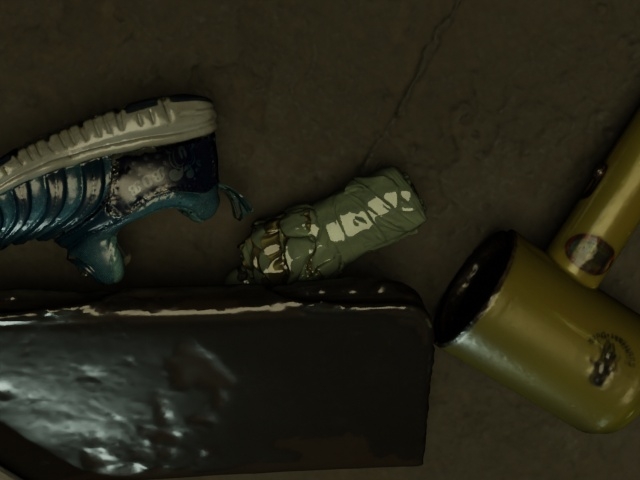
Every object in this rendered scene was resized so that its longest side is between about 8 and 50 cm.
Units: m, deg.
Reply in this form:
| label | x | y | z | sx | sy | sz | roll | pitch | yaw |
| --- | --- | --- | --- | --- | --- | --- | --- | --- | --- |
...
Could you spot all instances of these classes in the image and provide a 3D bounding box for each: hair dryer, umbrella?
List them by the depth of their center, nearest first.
| label | x | y | z | sx | sy | sz | roll | pitch | yaw |
| --- | --- | --- | --- | --- | --- | --- | --- | --- | --- |
| umbrella | 0.000 | 0.000 | 0.994 | 0.143 | 0.062 | 0.067 | -31 | 137 | 2 |
| hair dryer | 0.203 | -0.016 | 0.998 | 0.135 | 0.090 | 0.278 | 31 | 92 | -10 |

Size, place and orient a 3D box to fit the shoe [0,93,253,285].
| label | x | y | z | sx | sy | sz | roll | pitch | yaw |
| --- | --- | --- | --- | --- | --- | --- | --- | --- | --- |
| shoe | -0.151 | -0.020 | 0.955 | 0.207 | 0.091 | 0.106 | -18 | 98 | -4 |

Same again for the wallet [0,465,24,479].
| label | x | y | z | sx | sy | sz | roll | pitch | yaw |
| --- | --- | --- | --- | --- | --- | --- | --- | --- | --- |
| wallet | -0.217 | 0.197 | 1.009 | 0.190 | 0.033 | 0.095 | 36 | 108 | -23 |

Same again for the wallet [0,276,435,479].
| label | x | y | z | sx | sy | sz | roll | pitch | yaw |
| --- | --- | --- | --- | --- | --- | --- | --- | --- | --- |
| wallet | -0.082 | 0.095 | 0.993 | 0.309 | 0.042 | 0.165 | -2 | 126 | -3 |
